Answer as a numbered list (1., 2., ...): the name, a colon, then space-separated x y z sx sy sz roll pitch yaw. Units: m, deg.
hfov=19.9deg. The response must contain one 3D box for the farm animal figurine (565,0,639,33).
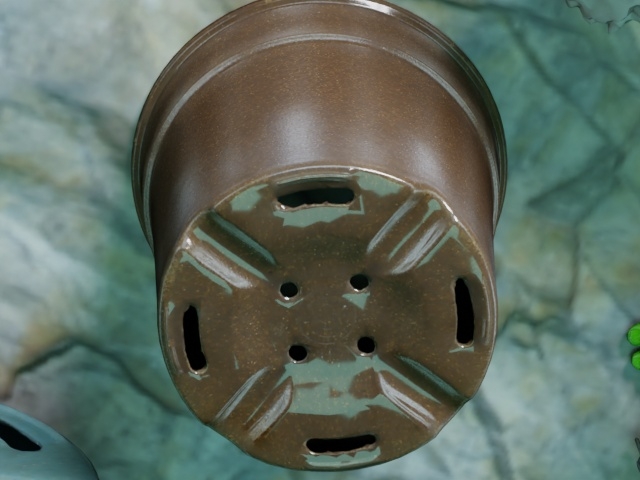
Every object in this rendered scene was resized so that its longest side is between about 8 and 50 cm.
1. farm animal figurine: 0.258 -0.162 0.609 0.327 0.172 0.330 14 135 -3

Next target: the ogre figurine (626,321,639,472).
1. ogre figurine: 0.197 0.039 0.778 0.097 0.118 0.197 39 106 -15

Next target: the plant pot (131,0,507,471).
1. plant pot: 0.000 0.000 0.733 0.167 0.165 0.167 0 112 0

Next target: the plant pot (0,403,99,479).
1. plant pot: -0.226 0.250 0.760 0.341 0.341 0.334 4 105 -3
